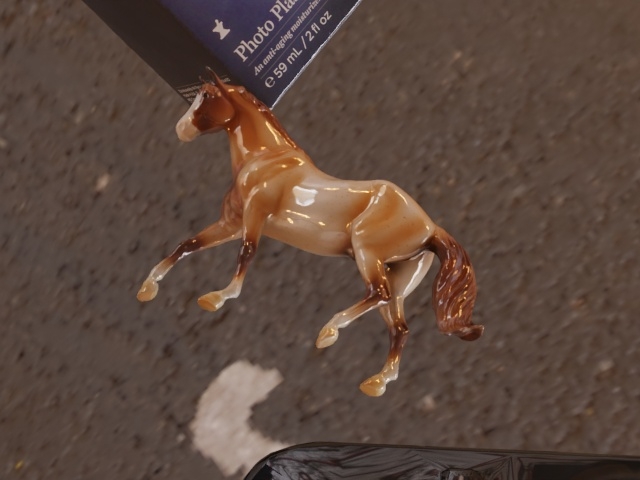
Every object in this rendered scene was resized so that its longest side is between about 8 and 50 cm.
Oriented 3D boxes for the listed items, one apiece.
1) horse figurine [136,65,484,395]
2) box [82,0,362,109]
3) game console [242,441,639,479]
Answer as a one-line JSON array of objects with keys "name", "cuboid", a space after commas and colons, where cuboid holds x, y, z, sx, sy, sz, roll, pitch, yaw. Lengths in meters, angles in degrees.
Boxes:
[{"name": "horse figurine", "cuboid": [0.000, 0.000, 1.254, 0.263, 0.066, 0.174, 21, 57, 12]}, {"name": "box", "cuboid": [-0.093, -0.321, 1.771, 0.294, 0.182, 0.296, 43, 73, -17]}, {"name": "game console", "cuboid": [0.095, 0.109, 0.405, 0.250, 0.173, 0.293, 3, 39, 1]}]
